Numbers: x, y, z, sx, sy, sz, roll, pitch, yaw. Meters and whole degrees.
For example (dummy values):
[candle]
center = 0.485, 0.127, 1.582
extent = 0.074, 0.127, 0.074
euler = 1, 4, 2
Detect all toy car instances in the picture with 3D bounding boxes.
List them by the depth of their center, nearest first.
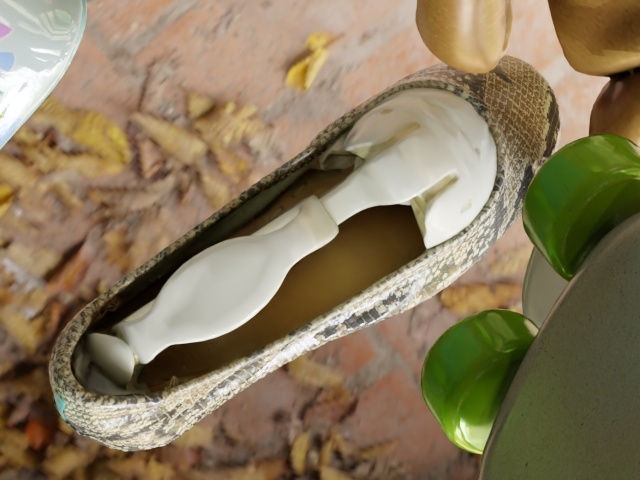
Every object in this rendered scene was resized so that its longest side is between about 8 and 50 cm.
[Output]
[toy car]
center = 0.159, 0.069, 0.567
extent = 0.188, 0.155, 0.149
euler = 14, 116, -33

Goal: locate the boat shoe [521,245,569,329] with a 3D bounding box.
[boat shoe]
center = 0.258, -0.038, 1.261
extent = 0.096, 0.112, 0.335
euler = 8, 131, -16

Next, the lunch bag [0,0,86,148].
[lunch bag]
center = -0.244, -0.096, 0.865
extent = 0.108, 0.224, 0.279
euler = 26, 121, -34

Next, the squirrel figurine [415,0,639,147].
[squirrel figurine]
center = 0.117, -0.286, 0.992
extent = 0.370, 0.281, 0.397
euler = 27, 153, 7

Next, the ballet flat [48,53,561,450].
[ballet flat]
center = 0.000, 0.000, 1.245
extent = 0.483, 0.182, 0.164
euler = -34, 81, -7
